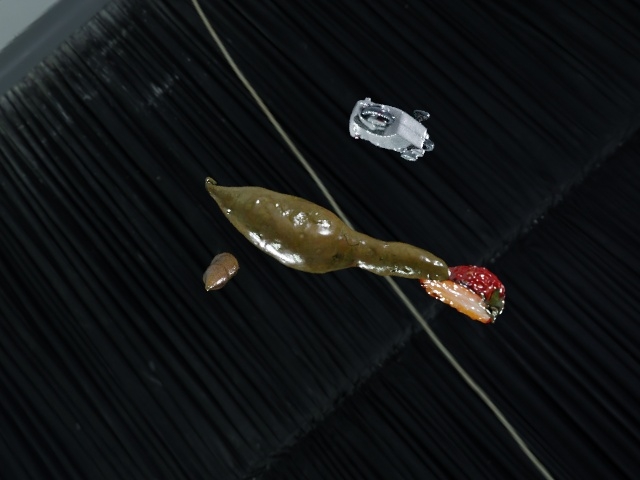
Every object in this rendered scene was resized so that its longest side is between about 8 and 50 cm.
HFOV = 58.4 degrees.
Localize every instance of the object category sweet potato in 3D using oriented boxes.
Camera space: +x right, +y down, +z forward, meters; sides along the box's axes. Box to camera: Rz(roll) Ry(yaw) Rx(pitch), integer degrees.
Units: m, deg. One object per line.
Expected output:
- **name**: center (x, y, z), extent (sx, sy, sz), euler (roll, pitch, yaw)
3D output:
- **sweet potato**: center (0.002, 0.002, 0.606), extent (0.075, 0.270, 0.074), euler (19, 90, -88)
- **sweet potato**: center (-0.202, 0.062, 1.173), extent (0.065, 0.051, 0.218), euler (-24, -169, 3)

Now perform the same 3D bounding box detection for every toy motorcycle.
- **toy motorcycle**: center (0.151, -0.261, 1.331), extent (0.260, 0.171, 0.110), euler (17, 89, -51)

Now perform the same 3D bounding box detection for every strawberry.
- **strawberry**: center (0.388, 0.115, 1.539), extent (0.111, 0.236, 0.190), euler (-54, 144, -19)
